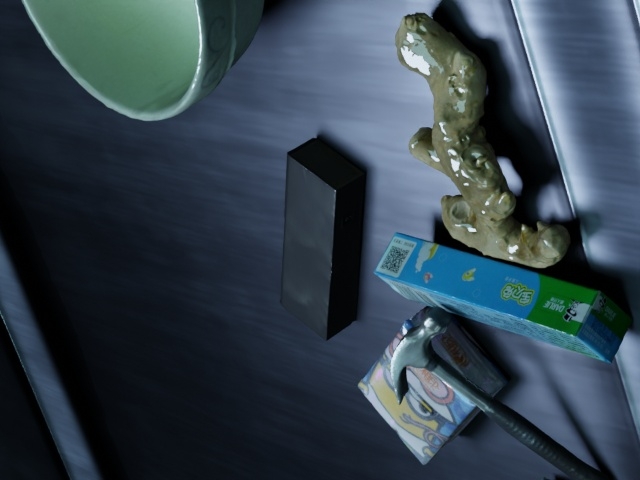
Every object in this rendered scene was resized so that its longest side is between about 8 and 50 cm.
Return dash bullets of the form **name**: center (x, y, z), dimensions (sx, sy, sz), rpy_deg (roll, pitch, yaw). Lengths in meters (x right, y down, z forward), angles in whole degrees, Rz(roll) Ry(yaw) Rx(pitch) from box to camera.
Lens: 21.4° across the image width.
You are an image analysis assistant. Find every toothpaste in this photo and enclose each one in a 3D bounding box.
- **toothpaste**: center (0.164, 0.051, 1.580), dimensions (0.266, 0.050, 0.065), rpy_deg (17, 163, 48)

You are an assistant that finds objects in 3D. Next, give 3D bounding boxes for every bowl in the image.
- **bowl**: center (-0.167, -0.285, 1.676), dimensions (0.307, 0.163, 0.307), rpy_deg (34, 140, 34)

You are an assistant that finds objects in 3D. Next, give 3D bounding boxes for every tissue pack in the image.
- **tissue pack**: center (0.111, 0.147, 1.744), dimensions (0.115, 0.065, 0.155), rpy_deg (49, 148, 12)

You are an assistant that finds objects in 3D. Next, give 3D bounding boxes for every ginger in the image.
- **ginger**: center (0.126, -0.081, 1.537), dimensions (0.259, 0.065, 0.149), rpy_deg (58, 151, -3)

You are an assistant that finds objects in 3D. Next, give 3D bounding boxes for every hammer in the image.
- **hammer**: center (0.174, 0.173, 1.640), dimensions (0.246, 0.029, 0.103), rpy_deg (38, 122, -2)

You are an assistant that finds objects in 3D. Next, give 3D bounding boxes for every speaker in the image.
- **speaker**: center (0.000, 0.000, 1.797), dimensions (0.082, 0.044, 0.218), rpy_deg (37, 142, 32)

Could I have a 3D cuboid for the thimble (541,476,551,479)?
- **thimble**: center (0.243, 0.311, 1.673), dimensions (0.135, 0.090, 0.118), rpy_deg (30, 138, 39)
